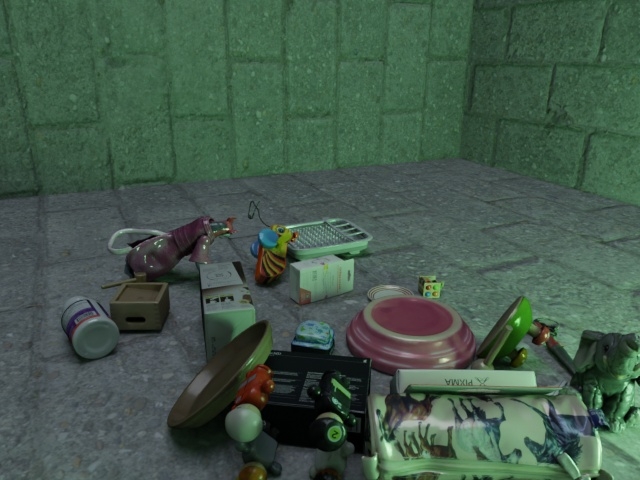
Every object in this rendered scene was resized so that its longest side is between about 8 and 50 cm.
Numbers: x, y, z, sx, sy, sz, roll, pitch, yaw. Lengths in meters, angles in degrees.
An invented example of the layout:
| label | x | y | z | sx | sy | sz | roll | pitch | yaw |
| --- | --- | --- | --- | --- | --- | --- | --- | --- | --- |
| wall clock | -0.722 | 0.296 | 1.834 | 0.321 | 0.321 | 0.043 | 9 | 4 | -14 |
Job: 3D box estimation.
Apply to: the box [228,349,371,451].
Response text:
| label | x | y | z | sx | sy | sz | roll | pitch | yaw |
| --- | --- | --- | --- | --- | --- | --- | --- | --- | --- |
| box | -0.032 | 0.317 | 1.066 | 0.261 | 0.103 | 0.184 | 3 | 23 | 8 |

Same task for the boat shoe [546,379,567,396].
| label | x | y | z | sx | sy | sz | roll | pitch | yaw |
| --- | --- | --- | --- | --- | --- | --- | --- | --- | --- |
| boat shoe | 0.509 | 0.332 | 1.149 | 0.035 | 0.035 | 0.100 | 22 | 35 | 39 |

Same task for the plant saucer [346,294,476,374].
| label | x | y | z | sx | sy | sz | roll | pitch | yaw |
| --- | --- | --- | --- | --- | --- | --- | --- | --- | --- |
| plant saucer | 0.233 | 0.228 | 1.350 | 0.332 | 0.084 | 0.332 | 0 | 21 | 0 |

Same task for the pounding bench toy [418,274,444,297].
| label | x | y | z | sx | sy | sz | roll | pitch | yaw |
| --- | --- | --- | --- | --- | --- | --- | --- | --- | --- |
| pounding bench toy | 0.354 | 0.145 | 1.628 | 0.083 | 0.052 | 0.065 | -1 | 20 | -6 |

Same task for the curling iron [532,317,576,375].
| label | x | y | z | sx | sy | sz | roll | pitch | yaw |
| --- | --- | --- | --- | --- | --- | --- | --- | --- | --- |
| curling iron | 0.606 | 0.269 | 1.322 | 0.068 | 0.035 | 0.274 | 2 | 20 | 3 |

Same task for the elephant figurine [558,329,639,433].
| label | x | y | z | sx | sy | sz | roll | pitch | yaw |
| --- | --- | --- | --- | --- | --- | --- | --- | --- | --- |
| elephant figurine | 0.599 | 0.251 | 1.061 | 0.170 | 0.239 | 0.186 | -1 | 21 | -16 |

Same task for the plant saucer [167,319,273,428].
| label | x | y | z | sx | sy | sz | roll | pitch | yaw |
| --- | --- | --- | --- | --- | --- | --- | --- | --- | --- |
| plant saucer | -0.194 | 0.273 | 1.057 | 0.278 | 0.041 | 0.278 | -41 | 9 | 8 |

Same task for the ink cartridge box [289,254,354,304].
| label | x | y | z | sx | sy | sz | roll | pitch | yaw |
| --- | --- | --- | --- | --- | --- | --- | --- | --- | --- |
| ink cartridge box | 0.006 | 0.114 | 1.607 | 0.198 | 0.115 | 0.067 | -11 | 23 | -31 |

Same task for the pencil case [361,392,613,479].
| label | x | y | z | sx | sy | sz | roll | pitch | yaw |
| --- | --- | --- | --- | --- | --- | --- | --- | --- | --- |
| pencil case | 0.270 | 0.350 | 0.906 | 0.411 | 0.159 | 0.183 | 1 | 5 | 0 |

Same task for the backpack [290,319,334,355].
| label | x | y | z | sx | sy | sz | roll | pitch | yaw |
| --- | --- | --- | --- | --- | --- | --- | --- | --- | --- |
| backpack | -0.015 | 0.245 | 1.294 | 0.105 | 0.084 | 0.114 | 6 | 18 | 8 |

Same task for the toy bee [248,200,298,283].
| label | x | y | z | sx | sy | sz | roll | pitch | yaw |
| --- | --- | --- | --- | --- | --- | --- | --- | --- | --- |
| toy bee | -0.145 | 0.005 | 1.757 | 0.162 | 0.298 | 0.195 | 7 | -15 | -24 |

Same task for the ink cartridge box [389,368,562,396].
| label | x | y | z | sx | sy | sz | roll | pitch | yaw |
| --- | --- | --- | --- | --- | --- | --- | --- | --- | --- |
| ink cartridge box | 0.287 | 0.282 | 1.028 | 0.275 | 0.239 | 0.060 | 1 | 63 | 0 |

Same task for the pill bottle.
| label | x | y | z | sx | sy | sz | roll | pitch | yaw |
| --- | --- | --- | --- | --- | --- | --- | --- | --- | --- |
| pill bottle | -0.592 | 0.211 | 1.327 | 0.108 | 0.108 | 0.193 | -13 | 24 | -34 |

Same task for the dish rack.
| label | x | y | z | sx | sy | sz | roll | pitch | yaw |
| --- | --- | --- | --- | --- | --- | --- | --- | --- | --- |
| dish rack | 0.000 | 0.000 | 1.987 | 0.333 | 0.072 | 0.285 | -8 | 23 | -23 |

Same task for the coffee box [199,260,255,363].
| label | x | y | z | sx | sy | sz | roll | pitch | yaw |
| --- | --- | --- | --- | --- | --- | --- | --- | --- | --- |
| coffee box | -0.240 | 0.184 | 1.328 | 0.119 | 0.168 | 0.297 | -4 | 21 | -14 |

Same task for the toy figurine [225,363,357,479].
| label | x | y | z | sx | sy | sz | roll | pitch | yaw |
| --- | --- | --- | --- | --- | --- | --- | --- | --- | --- |
| toy figurine | -0.048 | 0.329 | 0.880 | 0.213 | 0.209 | 0.148 | 4 | 27 | 5 |

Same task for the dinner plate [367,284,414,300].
| label | x | y | z | sx | sy | sz | roll | pitch | yaw |
| --- | --- | --- | --- | --- | --- | --- | --- | --- | --- |
| dinner plate | 0.215 | 0.172 | 1.600 | 0.141 | 0.017 | 0.141 | 1 | 19 | 0 |

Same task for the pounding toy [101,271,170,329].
| label | x | y | z | sx | sy | sz | roll | pitch | yaw |
| --- | --- | --- | --- | --- | --- | --- | --- | --- | --- |
| pounding toy | -0.518 | 0.169 | 1.464 | 0.181 | 0.094 | 0.206 | 0 | 20 | -4 |

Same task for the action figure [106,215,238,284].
| label | x | y | z | sx | sy | sz | roll | pitch | yaw |
| --- | --- | --- | --- | --- | --- | --- | --- | --- | --- |
| action figure | -0.440 | -0.009 | 1.682 | 0.370 | 0.275 | 0.248 | -25 | 38 | 7 |

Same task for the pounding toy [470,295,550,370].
| label | x | y | z | sx | sy | sz | roll | pitch | yaw |
| --- | --- | --- | --- | --- | --- | --- | --- | --- | --- |
| pounding toy | 0.463 | 0.245 | 1.243 | 0.110 | 0.183 | 0.237 | 37 | 32 | 15 |
